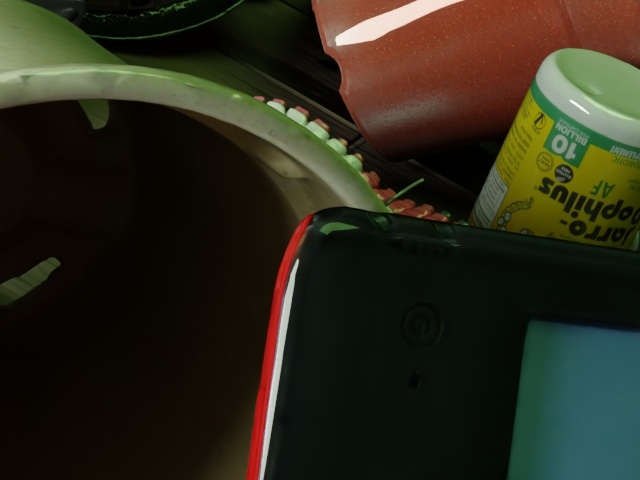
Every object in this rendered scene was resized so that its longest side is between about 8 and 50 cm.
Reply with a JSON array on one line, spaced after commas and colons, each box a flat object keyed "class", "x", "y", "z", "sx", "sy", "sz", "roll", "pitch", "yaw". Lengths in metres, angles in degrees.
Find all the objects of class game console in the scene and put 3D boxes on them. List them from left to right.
[{"class": "game console", "x": 0.138, "y": 0.177, "z": 0.653, "sx": 0.386, "sy": 0.342, "sz": 0.060, "roll": 8, "pitch": 3, "yaw": -24}]

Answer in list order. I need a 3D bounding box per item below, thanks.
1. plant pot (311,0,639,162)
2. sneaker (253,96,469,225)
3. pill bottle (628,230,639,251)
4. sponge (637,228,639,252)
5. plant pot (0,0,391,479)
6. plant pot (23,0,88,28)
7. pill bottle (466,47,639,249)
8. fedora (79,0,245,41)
[{"class": "plant pot", "x": 0.150, "y": -0.198, "z": 1.244, "sx": 0.265, "sy": 0.272, "sz": 0.272, "roll": -18, "pitch": 24, "yaw": 19}, {"class": "sneaker", "x": 0.000, "y": 0.000, "z": 1.044, "sx": 0.299, "sy": 0.121, "sz": 0.112, "roll": 34, "pitch": 61, "yaw": 32}, {"class": "pill bottle", "x": 0.212, "y": -0.039, "z": 1.266, "sx": 0.087, "sy": 0.087, "sz": 0.160, "roll": 15, "pitch": 31, "yaw": -13}, {"class": "sponge", "x": 0.329, "y": -0.025, "z": 1.379, "sx": 0.210, "sy": 0.031, "sz": 0.117, "roll": 9, "pitch": 33, "yaw": -22}, {"class": "plant pot", "x": -0.158, "y": 0.024, "z": 0.732, "sx": 0.334, "sy": 0.334, "sz": 0.305, "roll": 6, "pitch": 23, "yaw": -26}, {"class": "plant pot", "x": -0.272, "y": -0.189, "z": 1.104, "sx": 0.188, "sy": 0.187, "sz": 0.167, "roll": -4, "pitch": 52, "yaw": -38}, {"class": "pill bottle", "x": 0.177, "y": -0.025, "z": 1.100, "sx": 0.117, "sy": 0.208, "sz": 0.117, "roll": 17, "pitch": 30, "yaw": -10}, {"class": "fedora", "x": -0.183, "y": -0.333, "z": 1.294, "sx": 0.334, "sy": 0.152, "sz": 0.334, "roll": 7, "pitch": 61, "yaw": -13}]
